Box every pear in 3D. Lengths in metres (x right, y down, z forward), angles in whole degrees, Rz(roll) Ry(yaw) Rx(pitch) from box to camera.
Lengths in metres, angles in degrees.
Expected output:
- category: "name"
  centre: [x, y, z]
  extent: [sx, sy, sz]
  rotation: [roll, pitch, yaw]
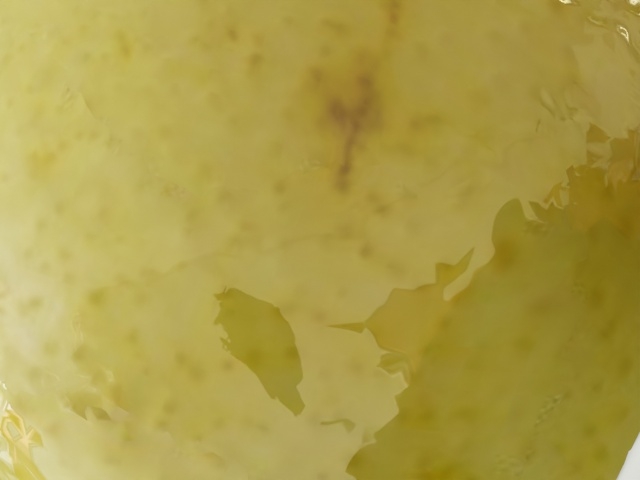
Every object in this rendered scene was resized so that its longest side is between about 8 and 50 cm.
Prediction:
- category: "pear"
  centre: [0.000, 0.000, 0.618]
  extent: [0.348, 0.348, 0.348]
  rotation: [-17, 42, 16]

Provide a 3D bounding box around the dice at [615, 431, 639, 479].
- category: "dice"
  centre: [0.236, 0.155, 0.353]
  extent: [0.277, 0.304, 0.304]
  rotation: [-19, 59, 49]
